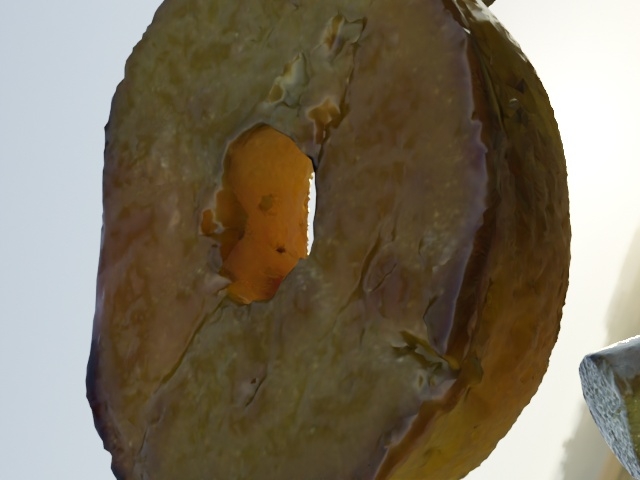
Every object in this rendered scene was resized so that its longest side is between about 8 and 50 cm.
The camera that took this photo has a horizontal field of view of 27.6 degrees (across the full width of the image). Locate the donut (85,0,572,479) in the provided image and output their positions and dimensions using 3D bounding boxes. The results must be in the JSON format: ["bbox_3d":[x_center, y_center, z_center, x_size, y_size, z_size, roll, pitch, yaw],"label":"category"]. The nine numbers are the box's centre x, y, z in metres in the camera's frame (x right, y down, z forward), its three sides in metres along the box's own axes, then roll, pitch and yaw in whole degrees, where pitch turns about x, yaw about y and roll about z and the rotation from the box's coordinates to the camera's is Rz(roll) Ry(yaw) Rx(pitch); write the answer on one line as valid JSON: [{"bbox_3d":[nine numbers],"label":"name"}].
[{"bbox_3d":[0.002,0.000,0.402,0.074,0.174,0.190,12,-122,-42],"label":"donut"}]

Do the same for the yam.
[{"bbox_3d":[0.210,0.057,0.608,0.068,0.169,0.068,162,90,-81],"label":"yam"}]

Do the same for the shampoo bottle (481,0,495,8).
[{"bbox_3d":[-0.024,-0.179,0.575,0.118,0.234,0.087,-19,-43,-43],"label":"shampoo bottle"}]
